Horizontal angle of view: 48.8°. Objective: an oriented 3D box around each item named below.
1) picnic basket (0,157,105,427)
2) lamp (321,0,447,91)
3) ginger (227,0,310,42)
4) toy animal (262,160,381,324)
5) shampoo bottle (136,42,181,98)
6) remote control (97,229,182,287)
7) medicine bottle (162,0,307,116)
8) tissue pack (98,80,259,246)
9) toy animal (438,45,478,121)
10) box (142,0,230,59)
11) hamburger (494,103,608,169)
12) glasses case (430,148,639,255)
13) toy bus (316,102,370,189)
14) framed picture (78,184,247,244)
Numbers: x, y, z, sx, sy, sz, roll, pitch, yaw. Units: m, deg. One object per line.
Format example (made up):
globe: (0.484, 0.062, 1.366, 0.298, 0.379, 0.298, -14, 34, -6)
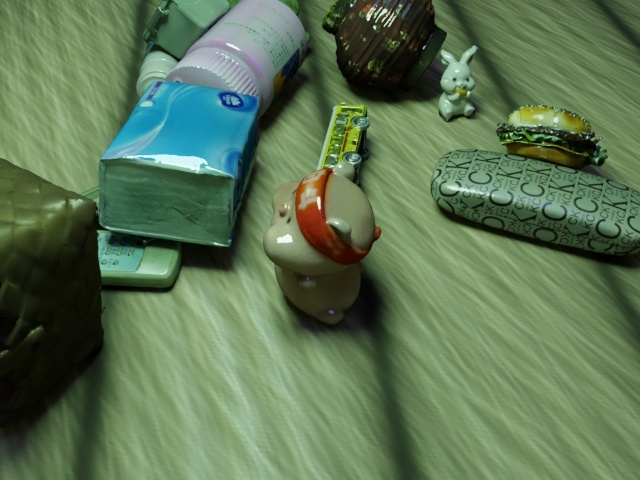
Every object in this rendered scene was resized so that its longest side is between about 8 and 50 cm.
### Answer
picnic basket: (-0.428, 0.074, 0.809, 0.254, 0.291, 0.321, 25, 39, 22)
lamp: (0.121, -0.409, 1.384, 0.247, 0.247, 0.247, 1, 44, -1)
ginger: (-0.125, -0.502, 1.553, 0.137, 0.089, 0.290, -45, 62, 4)
toy animal: (0.000, 0.000, 0.972, 0.172, 0.197, 0.171, 4, 41, -4)
shampoo bottle: (-0.308, -0.349, 1.405, 0.092, 0.092, 0.303, 1, 44, -2)
remote control: (-0.326, 0.025, 1.049, 0.234, 0.038, 0.098, 2, 42, 1)
medicine bottle: (-0.153, -0.318, 1.315, 0.178, 0.178, 0.290, 15, 45, 13)
tissue pack: (-0.209, -0.128, 1.095, 0.198, 0.146, 0.263, 9, 35, -1)
toy animal: (0.263, -0.299, 1.352, 0.071, 0.124, 0.085, 1, 42, 5)
box: (-0.251, -0.428, 1.365, 0.093, 0.124, 0.172, 38, 39, -9)
hamburger: (0.393, -0.175, 1.202, 0.190, 0.093, 0.164, 16, 3, 10)
glasses case: (0.354, -0.066, 1.138, 0.355, 0.085, 0.137, 16, 45, 13)
toy bus: (0.042, -0.142, 1.215, 0.074, 0.081, 0.226, 5, 47, 9)
framed picture: (-0.257, -0.076, 1.149, 0.173, 0.010, 0.231, 26, 39, 25)
